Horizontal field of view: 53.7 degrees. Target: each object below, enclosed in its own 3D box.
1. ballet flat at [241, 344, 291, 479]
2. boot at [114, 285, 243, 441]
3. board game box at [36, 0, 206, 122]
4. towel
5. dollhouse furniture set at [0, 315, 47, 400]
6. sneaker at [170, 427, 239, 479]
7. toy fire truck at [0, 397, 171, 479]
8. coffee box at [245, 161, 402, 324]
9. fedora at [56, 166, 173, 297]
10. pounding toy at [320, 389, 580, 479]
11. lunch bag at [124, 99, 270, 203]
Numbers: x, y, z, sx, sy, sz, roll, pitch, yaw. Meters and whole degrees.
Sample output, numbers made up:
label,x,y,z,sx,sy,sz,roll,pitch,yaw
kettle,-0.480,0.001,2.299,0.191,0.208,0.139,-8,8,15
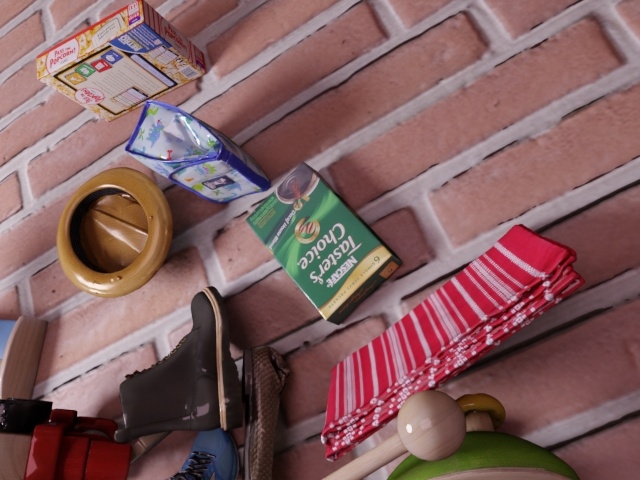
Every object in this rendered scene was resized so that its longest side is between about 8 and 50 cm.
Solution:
label,x,y,z,sx,sy,sz,roll,pitch,yaw
ballet flat,-0.059,0.243,0.716,0.058,0.084,0.249,1,68,-12
boot,-0.173,0.136,0.741,0.137,0.076,0.198,-6,39,-15
board game box,-0.292,-0.259,0.937,0.194,0.147,0.045,-20,67,19
towel,0.113,0.084,0.617,0.275,0.199,0.031,-39,95,10
dollhouse furniture set,-0.579,0.193,0.844,0.198,0.303,0.286,-1,74,26
sneaker,-0.135,0.273,0.709,0.063,0.073,0.162,-1,41,9
toy fire truck,-0.270,0.243,0.770,0.246,0.217,0.158,10,74,-15
coffee box,0.000,0.000,0.774,0.113,0.040,0.184,-44,61,7
fedora,-0.276,-0.007,0.889,0.194,0.079,0.194,-5,75,19
pounding toy,0.117,0.193,0.575,0.183,0.237,0.110,-40,34,31
lunch bag,-0.154,-0.109,0.833,0.151,0.129,0.096,17,84,27
